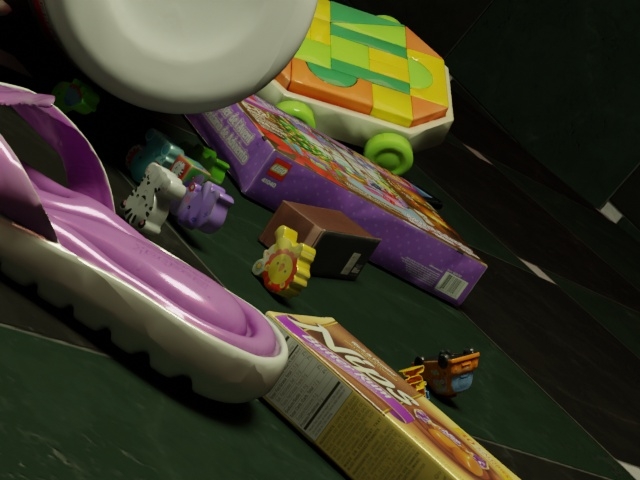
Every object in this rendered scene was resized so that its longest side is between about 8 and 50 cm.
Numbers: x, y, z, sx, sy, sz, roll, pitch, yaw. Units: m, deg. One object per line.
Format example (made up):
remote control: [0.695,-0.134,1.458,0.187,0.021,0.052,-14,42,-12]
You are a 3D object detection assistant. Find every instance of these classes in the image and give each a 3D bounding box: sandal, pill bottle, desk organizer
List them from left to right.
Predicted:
sandal: [-0.186,-0.048,1.172,0.416,0.102,0.169,33,12,-10]
pill bottle: [-0.149,-0.242,1.670,0.229,0.229,0.407,32,1,-15]
desk organizer: [0.000,0.000,1.657,0.050,0.047,0.130,37,11,22]

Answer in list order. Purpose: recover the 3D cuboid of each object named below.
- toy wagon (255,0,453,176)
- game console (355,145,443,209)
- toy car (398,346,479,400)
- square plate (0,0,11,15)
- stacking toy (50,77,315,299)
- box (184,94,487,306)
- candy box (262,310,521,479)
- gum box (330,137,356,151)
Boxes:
toy wagon: [-0.014,-0.203,2.140,0.344,0.068,0.267,17,37,-14]
game console: [0.098,-0.104,2.250,0.124,0.085,0.144,34,11,19]
toy car: [0.084,0.116,1.506,0.122,0.060,0.040,-14,93,-54]
square plate: [-0.463,-0.293,1.503,0.344,0.049,0.347,39,12,20]
stacking toy: [-0.118,-0.045,1.505,0.167,0.052,0.221,27,12,-43]
box: [0.013,-0.054,1.879,0.293,0.057,0.201,28,13,-34]
candy box: [0.038,0.124,1.251,0.186,0.053,0.109,42,13,22]
gum box: [0.021,-0.160,2.316,0.107,0.062,0.188,39,12,18]
